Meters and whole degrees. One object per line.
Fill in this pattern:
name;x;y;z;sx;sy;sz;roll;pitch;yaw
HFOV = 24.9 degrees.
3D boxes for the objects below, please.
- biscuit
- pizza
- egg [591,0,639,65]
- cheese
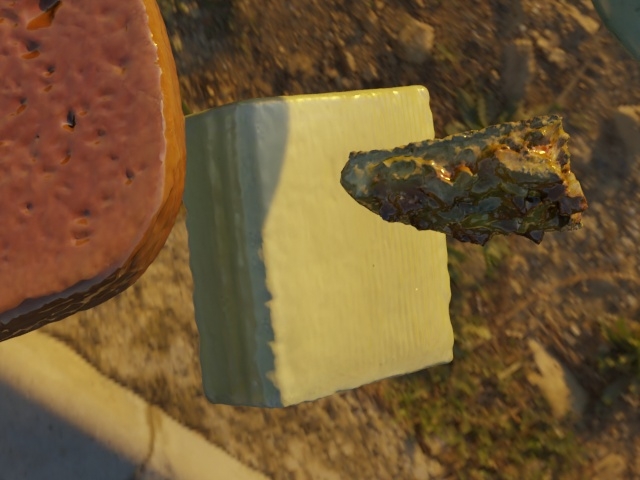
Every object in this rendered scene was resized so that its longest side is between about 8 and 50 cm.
biscuit;-0.145;-0.046;0.499;0.192;0.036;0.186;-19;72;-2
pizza;0.100;-0.031;0.876;0.175;0.134;0.046;3;70;-21
egg;0.214;-0.130;0.671;0.192;0.149;0.149;22;105;-2
cheese;0.000;0.000;1.324;0.242;0.124;0.266;-10;96;-45
